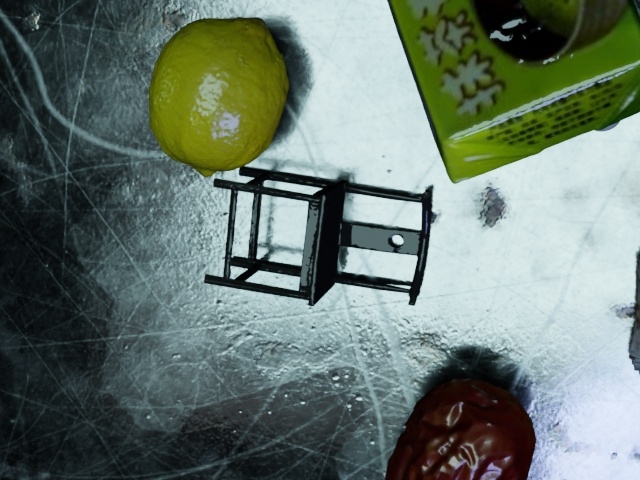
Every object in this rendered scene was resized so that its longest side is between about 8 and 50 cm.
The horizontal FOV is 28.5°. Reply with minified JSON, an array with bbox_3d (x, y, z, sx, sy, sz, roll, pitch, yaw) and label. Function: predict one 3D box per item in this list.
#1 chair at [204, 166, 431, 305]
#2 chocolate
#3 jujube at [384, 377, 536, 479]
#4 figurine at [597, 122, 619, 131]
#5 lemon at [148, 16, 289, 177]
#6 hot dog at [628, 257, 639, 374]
[{"bbox_3d":[0.000,0.000,1.604,0.260,0.141,0.154,9,103,11],"label":"chair"},{"bbox_3d":[0.227,-0.259,1.469,0.289,0.137,0.301,-22,75,15],"label":"chocolate"},{"bbox_3d":[0.174,0.296,1.617,0.174,0.174,0.250,18,114,6],"label":"jujube"},{"bbox_3d":[0.367,-0.194,1.531,0.178,0.109,0.129,0,78,12],"label":"figurine"},{"bbox_3d":[-0.127,-0.181,1.572,0.180,0.180,0.193,5,123,9],"label":"lemon"},{"bbox_3d":[0.446,0.094,1.580,0.108,0.059,0.191,7,106,22],"label":"hot dog"}]
